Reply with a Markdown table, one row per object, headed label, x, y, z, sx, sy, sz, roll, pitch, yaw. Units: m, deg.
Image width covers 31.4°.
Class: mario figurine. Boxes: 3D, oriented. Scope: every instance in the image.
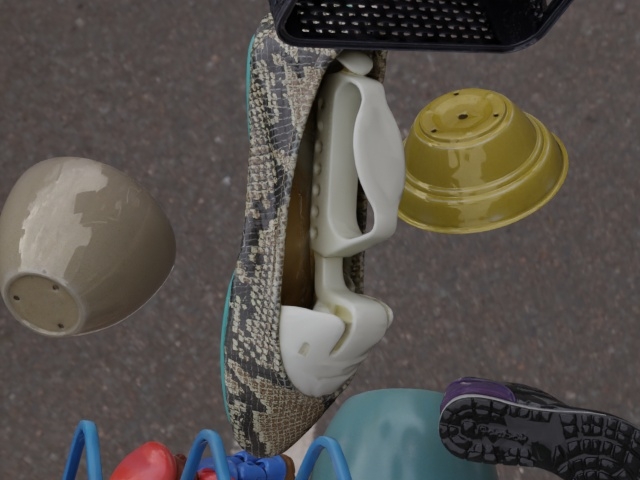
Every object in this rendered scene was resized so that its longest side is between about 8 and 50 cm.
| label | x | y | z | sx | sy | sz | roll | pitch | yaw |
| --- | --- | --- | --- | --- | --- | --- | --- | --- | --- |
| mario figurine | -0.199 | 0.411 | 1.807 | 0.198 | 0.320 | 0.170 | -41 | 58 | 39 |

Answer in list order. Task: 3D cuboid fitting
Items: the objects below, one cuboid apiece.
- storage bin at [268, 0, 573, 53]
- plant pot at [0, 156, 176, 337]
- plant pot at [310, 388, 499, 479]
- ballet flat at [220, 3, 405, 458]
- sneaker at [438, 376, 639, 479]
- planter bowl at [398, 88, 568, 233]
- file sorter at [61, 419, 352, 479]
| label | x | y | z | sx | sy | sz | roll | pitch | yaw |
| --- | --- | --- | --- | --- | --- | --- | --- | --- | --- |
| storage bin | 0.062 | -0.176 | 0.637 | 0.180 | 0.122 | 0.084 | -2 | 63 | -26 |
| plant pot | -0.390 | 0.039 | 1.762 | 0.284 | 0.284 | 0.191 | -4 | 35 | 21 |
| plant pot | 0.118 | 0.345 | 1.603 | 0.293 | 0.293 | 0.235 | -6 | 64 | 19 |
| ballet flat | 0.000 | 0.000 | 1.147 | 0.182 | 0.164 | 0.483 | 8 | 96 | 43 |
| sneaker | 0.287 | 0.222 | 1.380 | 0.283 | 0.107 | 0.124 | 17 | 19 | 4 |
| planter bowl | 0.170 | -0.111 | 1.305 | 0.217 | 0.090 | 0.217 | -11 | 40 | 9 |
| file sorter | -0.076 | 0.121 | 0.338 | 0.170 | 0.118 | 0.104 | 7 | 32 | -21 |
